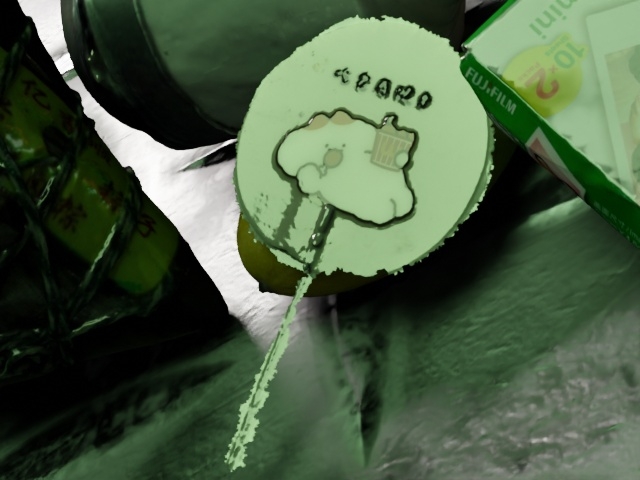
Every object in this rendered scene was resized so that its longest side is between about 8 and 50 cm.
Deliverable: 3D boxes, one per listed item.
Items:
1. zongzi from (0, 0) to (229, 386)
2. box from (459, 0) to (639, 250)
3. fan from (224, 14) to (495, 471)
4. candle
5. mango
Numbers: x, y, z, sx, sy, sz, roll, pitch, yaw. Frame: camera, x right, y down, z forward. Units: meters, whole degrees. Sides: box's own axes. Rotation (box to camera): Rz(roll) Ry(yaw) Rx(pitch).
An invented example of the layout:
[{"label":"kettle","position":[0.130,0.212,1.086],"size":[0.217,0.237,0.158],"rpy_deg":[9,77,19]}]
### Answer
[{"label":"zongzi","position":[-0.269,-0.086,1.297],"size":[0.319,0.383,0.362],"rpy_deg":[-15,43,24]},{"label":"box","position":[0.220,-0.082,0.999],"size":[0.180,0.103,0.250],"rpy_deg":[-44,59,1]},{"label":"fan","position":[0.000,0.000,1.135],"size":[0.191,0.009,0.329],"rpy_deg":[20,82,26]},{"label":"candle","position":[-0.016,-0.203,1.293],"size":[0.342,0.221,0.221],"rpy_deg":[-13,46,32]},{"label":"mango","position":[0.045,-0.043,1.187],"size":[0.237,0.091,0.137],"rpy_deg":[-28,52,20]}]
